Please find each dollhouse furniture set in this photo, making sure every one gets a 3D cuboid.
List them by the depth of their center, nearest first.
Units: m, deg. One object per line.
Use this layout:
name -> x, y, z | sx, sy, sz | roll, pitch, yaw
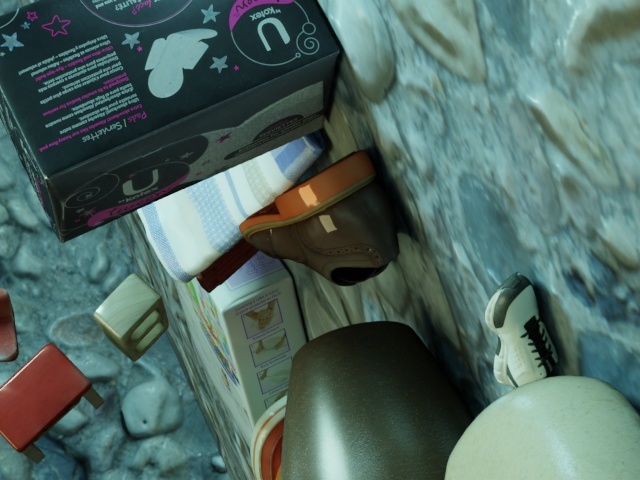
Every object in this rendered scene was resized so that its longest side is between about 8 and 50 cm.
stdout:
dollhouse furniture set -> -0.235, 0.022, 1.714 | 0.201, 0.374, 0.152 | 44, 168, 12

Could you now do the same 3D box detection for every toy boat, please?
toy boat -> 0.144, 0.241, 1.004 | 0.267, 0.148, 0.318 | -113, 38, -66

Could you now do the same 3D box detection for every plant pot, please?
plant pot -> 0.052, 0.191, 1.349 | 0.215, 0.215, 0.230 | 91, 166, -64

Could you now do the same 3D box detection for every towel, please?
towel -> -0.113, -0.102, 1.541 | 0.285, 0.034, 0.209 | -41, 72, 49

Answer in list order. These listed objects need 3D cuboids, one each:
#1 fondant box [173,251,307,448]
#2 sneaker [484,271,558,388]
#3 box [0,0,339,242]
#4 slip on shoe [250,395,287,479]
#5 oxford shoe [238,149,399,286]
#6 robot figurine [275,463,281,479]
fondant box -> -0.097, 0.098, 2.016 | 0.238, 0.096, 0.330 | 55, 165, 41
sneaker -> 0.136, 0.063, 1.085 | 0.044, 0.040, 0.109 | 35, 155, 36
box -> -0.127, -0.124, 1.323 | 0.142, 0.247, 0.163 | 63, 168, 15
slip on shoe -> 0.013, 0.307, 1.933 | 0.101, 0.123, 0.331 | 28, 147, 48
oxford shoe -> 0.000, 0.000, 1.405 | 0.098, 0.097, 0.271 | 60, 168, 0
robot figurine -> 0.020, 0.258, 1.748 | 0.219, 0.128, 0.158 | 114, 172, -75
